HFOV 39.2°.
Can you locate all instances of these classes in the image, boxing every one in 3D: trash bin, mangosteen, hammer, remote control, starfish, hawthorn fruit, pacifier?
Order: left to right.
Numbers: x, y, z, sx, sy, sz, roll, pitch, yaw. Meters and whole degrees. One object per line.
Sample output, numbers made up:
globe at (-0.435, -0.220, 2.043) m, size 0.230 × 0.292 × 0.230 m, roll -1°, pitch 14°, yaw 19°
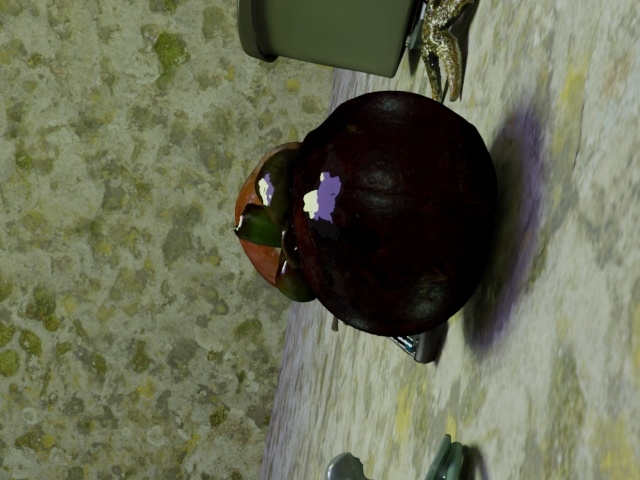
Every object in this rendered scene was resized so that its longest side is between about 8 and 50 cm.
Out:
hawthorn fruit at (-0.013, -0.031, 1.344) m, size 0.263 × 0.231 × 0.235 m, roll 132°, pitch 159°, yaw -71°
trash bin at (0.021, -0.373, 1.368) m, size 0.220 × 0.250 × 0.219 m, roll -67°, pitch -8°, yaw -53°
remote control at (0.052, 0.062, 0.968) m, size 0.212 × 0.028 × 0.059 m, roll 33°, pitch 130°, yaw 46°
mangosteen at (0.048, -0.030, 0.792) m, size 0.216 × 0.216 × 0.216 m, roll -170°, pitch 90°, yaw -85°
pacifier at (0.061, 0.209, 0.749) m, size 0.127 × 0.116 × 0.150 m, roll -50°, pitch -21°, yaw -42°
hammer at (0.162, -0.383, 1.234) m, size 0.103 × 0.029 × 0.246 m, roll -102°, pitch 23°, yaw -77°
starfish at (0.147, -0.232, 1.044) m, size 0.208 × 0.053 × 0.176 m, roll 97°, pitch 170°, yaw -54°

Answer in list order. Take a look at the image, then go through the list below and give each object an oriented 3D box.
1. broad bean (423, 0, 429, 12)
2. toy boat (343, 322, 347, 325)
broad bean at (0.162, -0.442, 1.122) m, size 0.077 × 0.061 × 0.339 m, roll -37°, pitch -39°, yaw -67°
toy boat at (0.074, 0.030, 1.084) m, size 0.276 × 0.084 × 0.111 m, roll 111°, pitch 164°, yaw -65°
